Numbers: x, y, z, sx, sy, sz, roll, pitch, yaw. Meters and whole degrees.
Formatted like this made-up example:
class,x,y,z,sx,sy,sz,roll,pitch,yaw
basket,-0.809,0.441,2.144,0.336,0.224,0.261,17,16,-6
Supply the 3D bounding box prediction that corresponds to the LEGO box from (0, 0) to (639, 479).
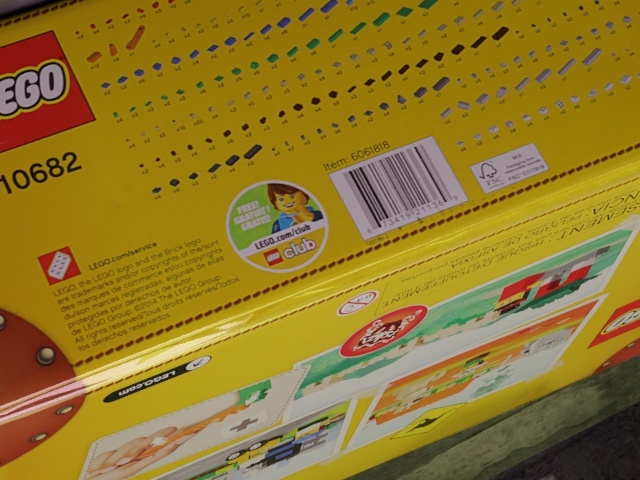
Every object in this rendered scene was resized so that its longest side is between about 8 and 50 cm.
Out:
class,x,y,z,sx,sy,sz,roll,pitch,yaw
LEGO box,0.000,0.000,0.976,0.500,0.193,0.372,-21,159,-18
